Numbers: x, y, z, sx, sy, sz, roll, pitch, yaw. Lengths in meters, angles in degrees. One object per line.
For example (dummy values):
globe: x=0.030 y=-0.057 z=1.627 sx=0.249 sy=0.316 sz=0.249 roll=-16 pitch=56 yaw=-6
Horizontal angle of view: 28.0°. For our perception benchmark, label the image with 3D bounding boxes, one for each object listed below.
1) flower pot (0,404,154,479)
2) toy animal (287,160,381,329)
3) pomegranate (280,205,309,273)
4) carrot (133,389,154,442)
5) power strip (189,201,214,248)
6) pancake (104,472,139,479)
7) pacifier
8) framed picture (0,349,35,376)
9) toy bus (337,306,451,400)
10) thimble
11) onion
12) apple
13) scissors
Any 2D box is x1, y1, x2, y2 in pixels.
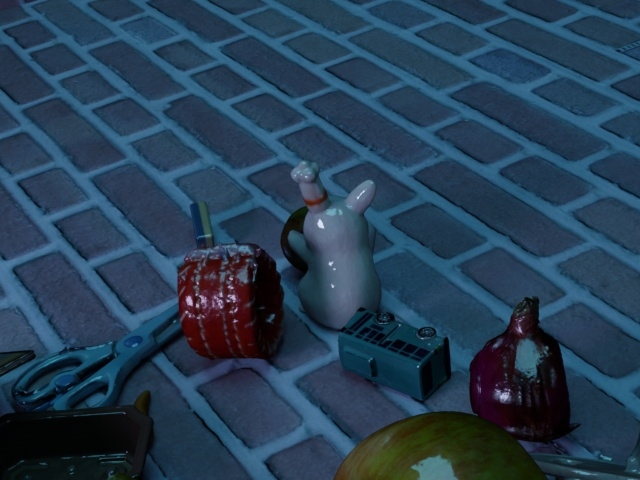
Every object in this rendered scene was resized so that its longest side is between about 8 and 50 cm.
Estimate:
flower pot: x=-0.348 y=0.314 z=1.732 sx=0.251 sy=0.084 sz=0.179 roll=-4 pitch=32 yaw=4
toy animal: x=0.025 y=-0.005 z=1.991 sx=0.141 sy=0.282 sz=0.138 roll=-11 pitch=17 yaw=-8
pomegranate: x=-0.002 y=0.002 z=2.125 sx=0.130 sy=0.130 sz=0.130 roll=-6 pitch=32 yaw=4
carrot: x=-0.258 y=0.257 z=1.850 sx=0.035 sy=0.035 sz=0.142 roll=-10 pitch=28 yaw=-3
power strip: x=-0.205 y=-0.015 z=2.244 sx=0.032 sy=0.056 sz=0.123 roll=-10 pitch=33 yaw=-5
pancake: x=-0.197 y=0.406 z=1.459 sx=0.305 sy=0.066 sz=0.426 roll=16 pitch=27 yaw=-19
pacifier: x=0.400 y=0.263 z=1.527 sx=0.332 sy=0.220 sz=0.273 roll=6 pitch=49 yaw=21
framed picture: x=-0.572 y=0.226 z=1.835 sx=0.265 sy=0.016 sz=0.347 roll=-29 pitch=9 yaw=-29
toy bus: x=0.102 y=0.165 z=1.871 sx=0.160 sy=0.079 sz=0.092 roll=19 pitch=42 yaw=34
thimble: x=-0.131 y=0.097 z=1.935 sx=0.125 sy=0.189 sz=0.163 roll=-3 pitch=57 yaw=14
onion: x=0.260 y=0.172 z=1.718 sx=0.135 sy=0.198 sz=0.173 roll=-14 pitch=14 yaw=2
apple: x=0.149 y=0.321 z=1.457 sx=0.264 sy=0.264 sz=0.264 roll=-6 pitch=32 yaw=4
scissors: x=-0.299 y=0.168 z=1.998 sx=0.180 sy=0.032 sz=0.393 roll=22 pitch=44 yaw=39
